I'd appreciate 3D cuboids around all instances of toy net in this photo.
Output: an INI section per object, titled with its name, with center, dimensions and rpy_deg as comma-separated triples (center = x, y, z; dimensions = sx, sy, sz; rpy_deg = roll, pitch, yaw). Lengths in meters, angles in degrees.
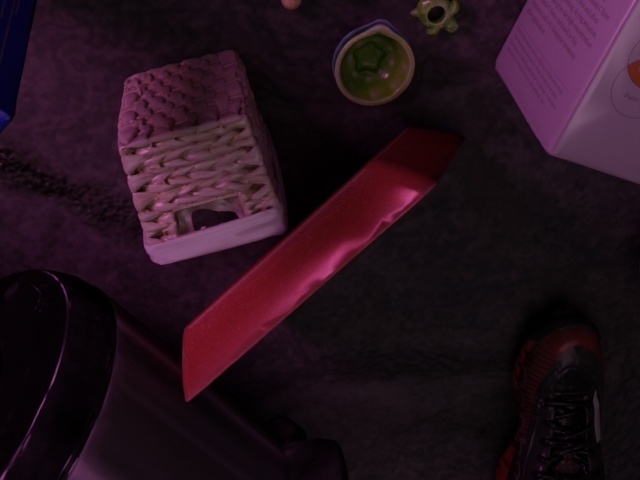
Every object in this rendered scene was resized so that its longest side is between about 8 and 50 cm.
[toy net]
center = 0.015, -0.218, 0.894
dimensions = 0.122, 0.045, 0.232
rpy_deg = -35, 122, 14

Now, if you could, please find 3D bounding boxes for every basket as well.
[basket]
center = -0.096, -0.072, 0.902
dimensions = 0.113, 0.167, 0.103
rpy_deg = -15, 120, 0

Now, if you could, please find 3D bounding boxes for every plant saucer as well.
[plant saucer]
center = 0.000, 0.000, 0.937
dimensions = 0.258, 0.259, 0.048
rpy_deg = -41, 91, 18

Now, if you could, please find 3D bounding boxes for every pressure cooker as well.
[pressure cooker]
center = -0.188, 0.272, 0.997
dimensions = 0.420, 0.369, 0.376
rpy_deg = 45, 63, -31

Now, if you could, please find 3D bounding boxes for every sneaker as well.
[sneaker]
center = 0.247, 0.204, 1.160
dimensions = 0.097, 0.135, 0.276
rpy_deg = -1, 122, -7

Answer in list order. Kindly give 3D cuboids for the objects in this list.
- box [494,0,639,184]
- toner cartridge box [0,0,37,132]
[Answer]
[box]
center = 0.321, -0.217, 0.872
dimensions = 0.215, 0.168, 0.345
rpy_deg = 16, 120, -19
[toner cartridge box]
center = -0.259, -0.179, 0.691
dimensions = 0.075, 0.348, 0.165
rpy_deg = -41, 120, 18
